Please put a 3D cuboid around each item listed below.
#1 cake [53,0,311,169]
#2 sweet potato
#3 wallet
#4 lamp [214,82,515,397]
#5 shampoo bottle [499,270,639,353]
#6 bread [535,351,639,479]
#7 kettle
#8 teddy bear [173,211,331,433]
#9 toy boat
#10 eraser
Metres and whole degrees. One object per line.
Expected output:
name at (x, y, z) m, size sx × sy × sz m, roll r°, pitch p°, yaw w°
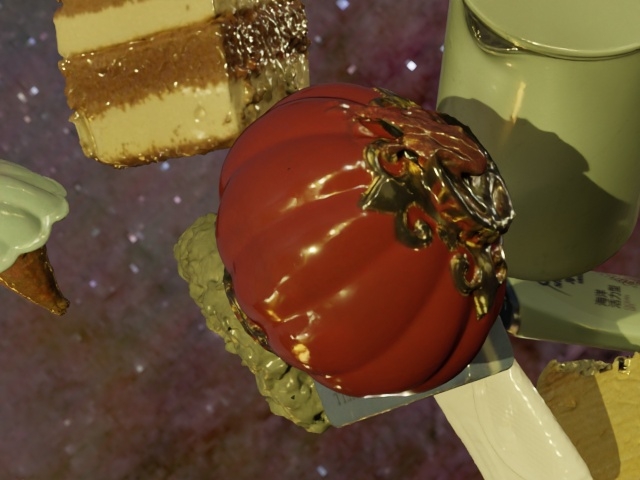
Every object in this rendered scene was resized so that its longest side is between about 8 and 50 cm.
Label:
cake at (-0.169, -0.258, 1.723) m, size 0.282 × 0.290 × 0.256 m, roll -10°, pitch 11°, yaw 28°
sweet potato at (-0.470, -0.030, 1.922) m, size 0.131 × 0.336 × 0.131 m, roll -31°, pitch 20°, yaw 13°
wallet at (0.170, 0.177, 1.223) m, size 0.032 × 0.183 × 0.124 m, roll -26°, pitch -12°, yaw -36°
lamp at (0.035, -0.004, 0.916) m, size 0.227 × 0.227 × 0.227 m, roll -37°, pitch -22°, yaw -18°
shampoo bottle at (0.330, 0.085, 1.554) m, size 0.134 × 0.359 × 0.078 m, roll -73°, pitch -9°, yaw -66°
bread at (0.285, 0.192, 1.292) m, size 0.251 × 0.039 × 0.181 m, roll -15°, pitch 56°, yaw 58°
kettle at (0.227, -0.139, 1.150) m, size 0.265 × 0.205 × 0.318 m, roll -11°, pitch -34°, yaw -5°
teddy bear at (0.000, 0.000, 1.675) m, size 0.367 × 0.357 × 0.224 m, roll -41°, pitch -36°, yaw 2°
toy boat at (-0.443, -0.025, 1.550) m, size 0.290 × 0.199 × 0.100 m, roll -28°, pitch -52°, yaw -14°
eraser at (0.072, 0.101, 1.151) m, size 0.036 × 0.082 × 0.225 m, roll -15°, pitch -8°, yaw -38°
